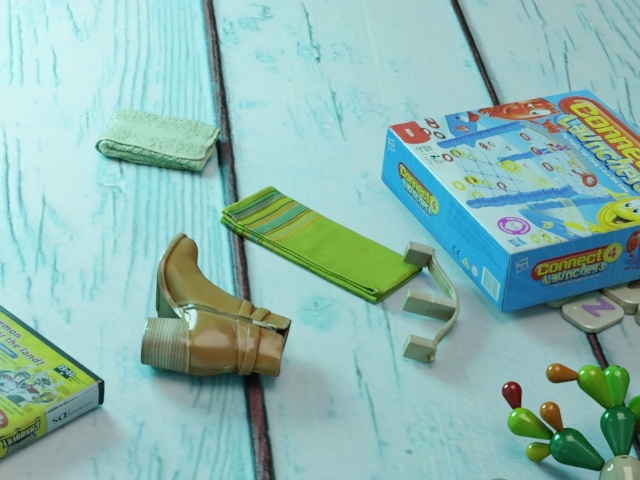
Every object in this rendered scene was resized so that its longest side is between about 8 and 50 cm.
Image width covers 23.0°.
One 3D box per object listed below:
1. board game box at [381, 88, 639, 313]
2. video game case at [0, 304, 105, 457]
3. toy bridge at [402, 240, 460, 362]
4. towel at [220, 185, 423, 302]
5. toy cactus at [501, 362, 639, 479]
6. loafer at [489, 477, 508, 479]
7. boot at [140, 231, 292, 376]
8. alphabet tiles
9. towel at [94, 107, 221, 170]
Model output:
[{"bbox_3d":[0.279,-0.059,1.933,0.302,0.086,0.308,-13,38,-23],"label":"board game box"},{"bbox_3d":[-0.400,0.138,1.584,0.275,0.035,0.248,30,40,32],"label":"video game case"},{"bbox_3d":[0.126,0.074,1.784,0.063,0.026,0.188,15,37,-9],"label":"toy bridge"},{"bbox_3d":[0.000,0.000,1.883,0.237,0.021,0.102,27,39,27],"label":"towel"},{"bbox_3d":[0.295,0.210,1.580,0.219,0.112,0.180,6,52,-7],"label":"toy cactus"},{"bbox_3d":[0.209,0.275,1.486,0.148,0.056,0.050,18,34,33],"label":"loafer"},{"bbox_3d":[-0.106,0.075,1.707,0.152,0.073,0.197,6,46,0],"label":"boot"},{"bbox_3d":[0.360,0.022,1.923,0.278,0.021,0.284,-20,42,-36],"label":"alphabet tiles"},{"bbox_3d":[-0.209,-0.133,2.035,0.148,0.027,0.110,10,33,4],"label":"towel"}]
